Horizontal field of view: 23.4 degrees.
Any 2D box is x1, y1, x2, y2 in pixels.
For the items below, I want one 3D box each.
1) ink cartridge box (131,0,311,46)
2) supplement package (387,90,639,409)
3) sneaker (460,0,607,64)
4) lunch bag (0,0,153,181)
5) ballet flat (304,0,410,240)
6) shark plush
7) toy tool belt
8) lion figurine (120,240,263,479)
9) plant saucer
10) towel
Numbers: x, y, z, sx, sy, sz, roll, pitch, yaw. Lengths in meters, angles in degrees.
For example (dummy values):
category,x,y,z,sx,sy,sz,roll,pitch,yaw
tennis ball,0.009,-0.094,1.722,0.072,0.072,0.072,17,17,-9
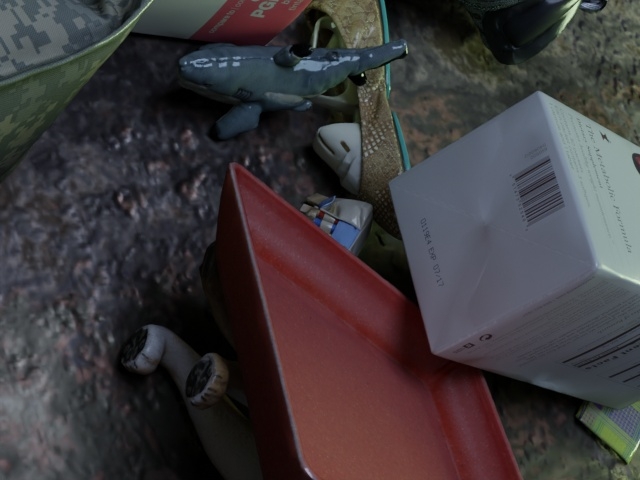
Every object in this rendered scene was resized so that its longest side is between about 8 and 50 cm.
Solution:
category,x,y,z,sx,sy,sz,roll,pitch,yaw
ink cartridge box,-0.151,-0.258,1.053,0.283,0.117,0.207,3,66,-34
supplement package,0.184,0.016,1.082,0.244,0.134,0.139,19,49,-47
sneaker,0.105,-0.209,1.216,0.269,0.153,0.101,-7,48,0
lunch bag,-0.238,-0.085,0.827,0.287,0.235,0.169,-30,83,-40
ballet flat,0.023,-0.092,1.132,0.067,0.073,0.206,-3,63,-11
shark plush,-0.019,-0.114,1.074,0.161,0.067,0.073,2,68,-5
toy tool belt,0.000,0.000,1.078,0.051,0.052,0.083,21,47,13
lion figurine,-0.012,0.203,0.904,0.240,0.142,0.392,32,48,-27
plant saucer,0.034,0.107,0.920,0.258,0.048,0.259,38,23,-36
towel,0.230,0.125,1.191,0.060,0.009,0.083,41,51,-11
